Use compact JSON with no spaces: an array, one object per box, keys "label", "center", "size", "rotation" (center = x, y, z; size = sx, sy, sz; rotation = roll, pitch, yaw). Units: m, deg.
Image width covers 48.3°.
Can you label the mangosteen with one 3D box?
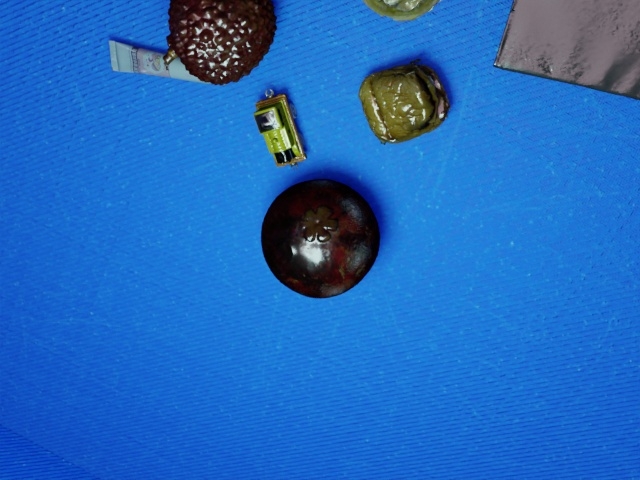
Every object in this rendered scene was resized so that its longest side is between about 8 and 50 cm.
[{"label":"mangosteen","center":[0.000,0.000,1.849],"size":[0.306,0.359,0.306],"rotation":[0,79,1]}]

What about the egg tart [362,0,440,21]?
[{"label":"egg tart","center":[0.185,-0.618,1.622],"size":[0.252,0.098,0.232],"rotation":[-30,105,28]}]

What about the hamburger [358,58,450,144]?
[{"label":"hamburger","center":[0.199,-0.331,1.722],"size":[0.206,0.130,0.183],"rotation":[-16,104,22]}]

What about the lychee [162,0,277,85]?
[{"label":"lychee","center":[-0.247,-0.498,1.684],"size":[0.300,0.264,0.264],"rotation":[-28,103,3]}]

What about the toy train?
[{"label":"toy train","center":[-0.106,-0.276,1.817],"size":[0.089,0.127,0.219],"rotation":[-12,107,19]}]

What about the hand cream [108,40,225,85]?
[{"label":"hand cream","center":[-0.397,-0.458,1.859],"size":[0.331,0.058,0.085],"rotation":[14,131,13]}]

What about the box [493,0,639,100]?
[{"label":"box","center":[0.573,-0.469,1.530],"size":[0.345,0.204,0.251],"rotation":[16,115,7]}]
